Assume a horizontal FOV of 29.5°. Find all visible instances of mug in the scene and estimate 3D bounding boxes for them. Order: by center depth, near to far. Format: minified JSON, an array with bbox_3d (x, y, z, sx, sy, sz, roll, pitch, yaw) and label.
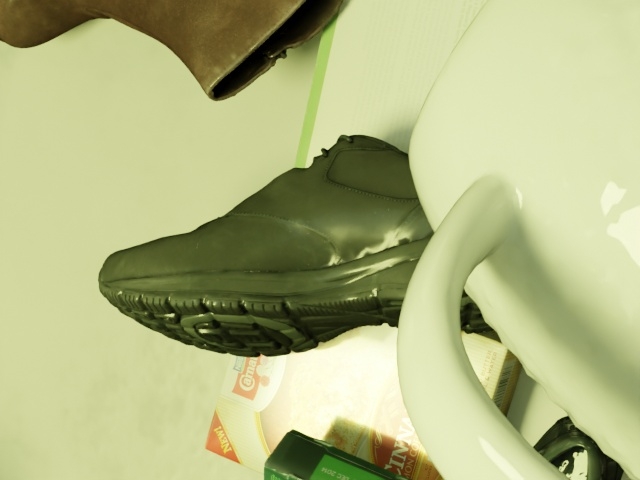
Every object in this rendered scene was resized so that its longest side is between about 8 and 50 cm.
[{"bbox_3d":[0.190,0.018,0.557,0.328,0.374,0.276,39,140,15],"label":"mug"}]

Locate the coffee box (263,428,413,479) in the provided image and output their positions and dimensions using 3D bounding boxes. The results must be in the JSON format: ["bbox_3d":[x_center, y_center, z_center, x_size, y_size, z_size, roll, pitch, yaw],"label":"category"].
[{"bbox_3d":[0.018,0.217,0.802,0.113,0.040,0.184,21,133,20],"label":"coffee box"}]

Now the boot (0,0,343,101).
[{"bbox_3d":[-0.122,-0.173,0.865,0.248,0.090,0.206,-36,57,10],"label":"boot"}]

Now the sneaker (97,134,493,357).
[{"bbox_3d":[0.000,0.000,0.774,0.286,0.109,0.130,-5,67,7],"label":"sneaker"}]

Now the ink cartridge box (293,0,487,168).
[{"bbox_3d":[0.109,-0.098,0.812,0.235,0.056,0.171,14,95,20],"label":"ink cartridge box"}]

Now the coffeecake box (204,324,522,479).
[{"bbox_3d":[0.030,0.106,0.834,0.186,0.068,0.142,18,96,22],"label":"coffeecake box"}]

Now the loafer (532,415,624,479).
[{"bbox_3d":[0.125,0.214,0.787,0.076,0.078,0.223,29,100,21],"label":"loafer"}]
